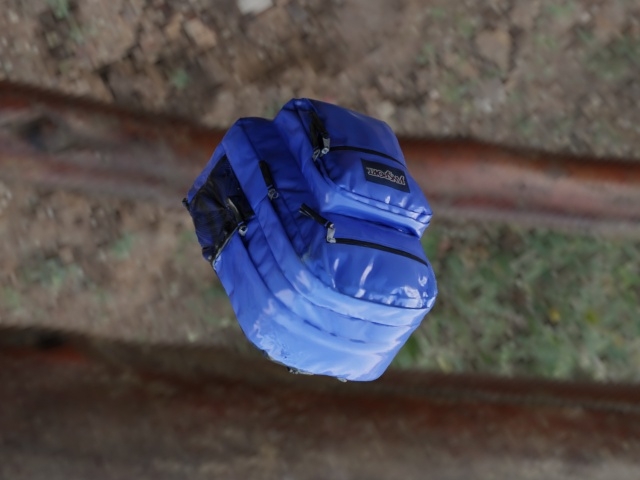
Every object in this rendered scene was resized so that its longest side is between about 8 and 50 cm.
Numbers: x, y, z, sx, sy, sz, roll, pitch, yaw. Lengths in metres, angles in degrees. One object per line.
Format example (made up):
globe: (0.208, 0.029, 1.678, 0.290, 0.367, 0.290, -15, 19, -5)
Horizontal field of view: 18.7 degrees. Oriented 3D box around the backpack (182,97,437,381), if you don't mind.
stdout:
backpack: (0.000, 0.000, 0.918, 0.098, 0.120, 0.101, 10, 132, -31)
